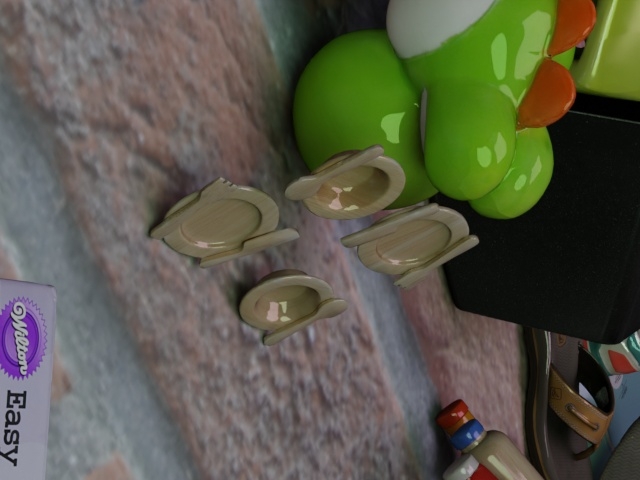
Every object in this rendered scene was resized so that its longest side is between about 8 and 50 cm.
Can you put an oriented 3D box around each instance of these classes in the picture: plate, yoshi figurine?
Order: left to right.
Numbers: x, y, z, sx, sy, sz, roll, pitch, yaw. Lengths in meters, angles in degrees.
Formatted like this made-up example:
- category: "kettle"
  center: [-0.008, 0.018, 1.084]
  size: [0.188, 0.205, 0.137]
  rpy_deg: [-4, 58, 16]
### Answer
- category: "yoshi figurine"
  center: [0.053, -0.168, 0.943]
  size: [0.203, 0.203, 0.362]
  rpy_deg: [115, -22, -59]
- category: "plate"
  center: [0.267, 0.135, 1.381]
  size: [0.188, 0.024, 0.188]
  rpy_deg: [-1, 91, -59]

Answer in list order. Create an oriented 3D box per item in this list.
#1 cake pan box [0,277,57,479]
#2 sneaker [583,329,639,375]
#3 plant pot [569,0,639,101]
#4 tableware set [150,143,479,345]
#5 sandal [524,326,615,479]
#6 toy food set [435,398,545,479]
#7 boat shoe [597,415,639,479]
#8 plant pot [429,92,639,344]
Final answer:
- category: "cake pan box"
  center: [-0.203, 0.124, 0.556]
  size: [0.245, 0.070, 0.267]
  rpy_deg: [16, 75, -60]
- category: "sneaker"
  center: [0.255, 0.036, 1.300]
  size: [0.057, 0.075, 0.161]
  rpy_deg: [22, 61, -57]
- category: "plant pot"
  center: [0.239, -0.204, 1.034]
  size: [0.207, 0.227, 0.228]
  rpy_deg: [10, 101, -22]
- category: "tableware set"
  center: [0.000, 0.000, 0.839]
  size: [0.168, 0.141, 0.020]
  rpy_deg: [44, 27, -52]
- category: "sandal"
  center: [0.209, 0.118, 1.246]
  size: [0.090, 0.060, 0.219]
  rpy_deg: [-19, 108, -58]
- category: "toy food set"
  center: [0.085, 0.200, 1.009]
  size: [0.104, 0.111, 0.232]
  rpy_deg: [50, 51, -4]
- category: "boat shoe"
  center: [0.300, 0.303, 1.355]
  size: [0.130, 0.132, 0.355]
  rpy_deg: [-43, 137, -67]
- category: "plant pot"
  center: [0.184, -0.028, 1.114]
  size: [0.187, 0.188, 0.167]
  rpy_deg: [-20, 119, -58]
